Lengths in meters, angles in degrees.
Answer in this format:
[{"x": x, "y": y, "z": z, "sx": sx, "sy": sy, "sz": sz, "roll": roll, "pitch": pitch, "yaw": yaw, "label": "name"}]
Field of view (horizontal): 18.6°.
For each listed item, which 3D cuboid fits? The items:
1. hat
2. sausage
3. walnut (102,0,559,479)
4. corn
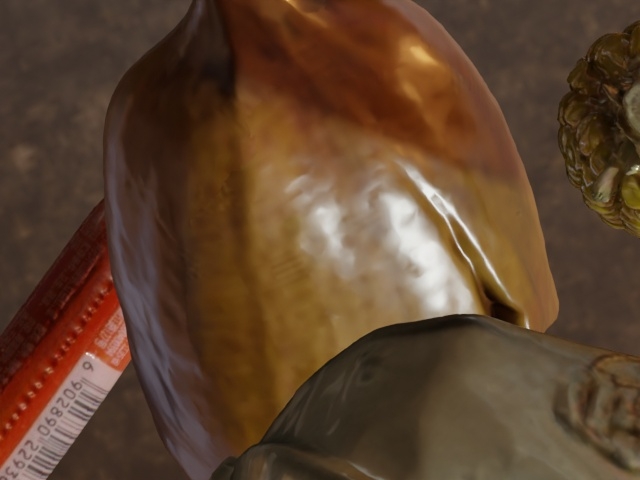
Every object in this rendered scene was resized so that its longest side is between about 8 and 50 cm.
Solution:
[{"x": 0.036, "y": 0.193, "z": 0.556, "sx": 0.168, "sy": 0.301, "sz": 0.258, "roll": 3, "pitch": 136, "yaw": -4, "label": "hat"}, {"x": -0.157, "y": 0.073, "z": 1.139, "sx": 0.274, "sy": 0.074, "sz": 0.074, "roll": -54, "pitch": -178, "yaw": -1, "label": "sausage"}, {"x": 0.000, "y": 0.000, "z": 0.884, "sx": 0.209, "sy": 0.336, "sz": 0.209, "roll": -8, "pitch": -133, "yaw": 8, "label": "walnut"}, {"x": 0.137, "y": -0.033, "z": 0.734, "sx": 0.080, "sy": 0.080, "sz": 0.238, "roll": -23, "pitch": 169, "yaw": 13, "label": "corn"}]
